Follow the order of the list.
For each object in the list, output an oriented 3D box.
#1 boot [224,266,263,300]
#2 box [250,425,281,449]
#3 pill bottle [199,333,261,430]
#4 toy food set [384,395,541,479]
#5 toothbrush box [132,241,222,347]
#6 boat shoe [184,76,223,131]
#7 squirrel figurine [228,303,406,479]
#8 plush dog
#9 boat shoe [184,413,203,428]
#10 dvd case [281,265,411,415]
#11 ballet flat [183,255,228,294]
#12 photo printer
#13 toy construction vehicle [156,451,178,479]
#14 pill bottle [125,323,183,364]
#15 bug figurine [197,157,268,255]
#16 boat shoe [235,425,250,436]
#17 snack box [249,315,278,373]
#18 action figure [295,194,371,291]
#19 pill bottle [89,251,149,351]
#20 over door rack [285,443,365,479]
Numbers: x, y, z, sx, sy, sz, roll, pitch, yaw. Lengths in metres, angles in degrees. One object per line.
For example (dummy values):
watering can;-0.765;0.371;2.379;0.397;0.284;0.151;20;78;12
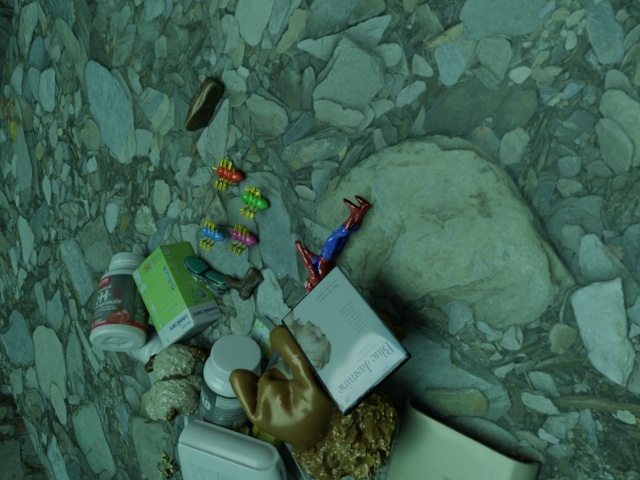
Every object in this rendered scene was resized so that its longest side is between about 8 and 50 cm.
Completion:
boot;-0.227;0.108;1.414;0.106;0.037;0.114;43;126;10
box;-0.159;0.582;1.429;0.087;0.058;0.232;41;121;27
pill bottle;-0.260;0.411;1.379;0.161;0.161;0.283;39;133;27
toy food set;0.293;0.509;1.042;0.306;0.092;0.219;18;97;35
toothbrush box;-0.476;0.178;1.574;0.206;0.122;0.283;-38;73;36
boat shoe;-0.351;-0.402;1.411;0.178;0.064;0.060;-50;62;27
squirrel figurine;0.050;0.334;1.099;0.370;0.281;0.396;-42;62;21
plush dog;-0.459;0.443;1.514;0.263;0.210;0.225;-11;76;2
boat shoe;-0.412;0.702;1.634;0.102;0.108;0.300;-15;95;38
dvd case;0.042;0.198;0.976;0.180;0.022;0.253;-46;56;10
ballet flat;-0.364;0.115;1.505;0.189;0.070;0.070;30;115;28
photo printer;-0.244;0.660;1.372;0.308;0.107;0.255;12;124;15
toy construction vehicle;-0.601;0.882;1.859;0.098;0.035;0.085;36;118;29
pill bottle;-0.586;0.379;1.694;0.230;0.131;0.131;12;105;37
bug figurine;-0.254;-0.086;1.379;0.216;0.072;0.278;29;111;25
boat shoe;-0.269;0.601;1.469;0.190;0.072;0.068;140;143;-58
snack box;-0.164;0.305;1.397;0.100;0.037;0.141;40;122;29
action figure;0.000;0.000;1.177;0.139;0.092;0.280;36;118;22
pill bottle;-0.679;0.206;1.654;0.176;0.177;0.318;-38;45;37
over door rack;0.021;0.647;1.263;0.240;0.108;0.323;-25;82;38
